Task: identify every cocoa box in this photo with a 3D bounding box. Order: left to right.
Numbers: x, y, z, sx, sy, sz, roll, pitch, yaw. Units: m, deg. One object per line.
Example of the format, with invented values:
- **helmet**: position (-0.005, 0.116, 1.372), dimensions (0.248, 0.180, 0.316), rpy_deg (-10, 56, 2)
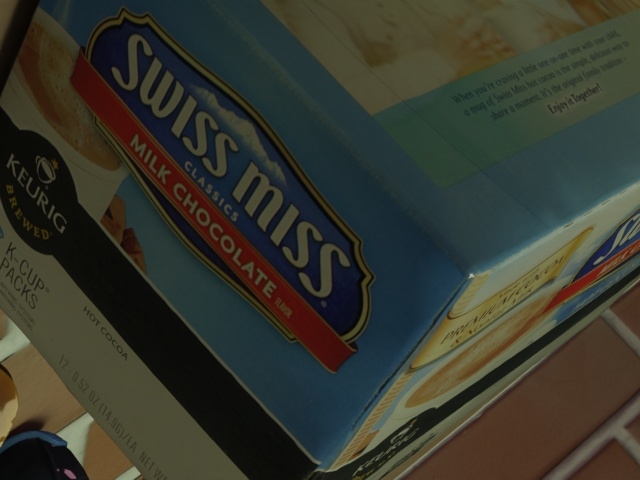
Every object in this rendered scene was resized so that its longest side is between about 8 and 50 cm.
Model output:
- **cocoa box**: position (0.041, -0.048, 0.668), dimensions (0.347, 0.231, 0.228), rpy_deg (-26, 157, -46)

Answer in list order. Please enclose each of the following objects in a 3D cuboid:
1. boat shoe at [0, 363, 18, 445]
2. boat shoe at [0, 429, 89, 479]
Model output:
- **boat shoe**: position (-0.257, 0.129, 0.736), dimensions (0.207, 0.073, 0.073), rpy_deg (-38, -159, -5)
- **boat shoe**: position (-0.269, 0.246, 0.951), dimensions (0.258, 0.089, 0.109), rpy_deg (-45, 164, 9)
